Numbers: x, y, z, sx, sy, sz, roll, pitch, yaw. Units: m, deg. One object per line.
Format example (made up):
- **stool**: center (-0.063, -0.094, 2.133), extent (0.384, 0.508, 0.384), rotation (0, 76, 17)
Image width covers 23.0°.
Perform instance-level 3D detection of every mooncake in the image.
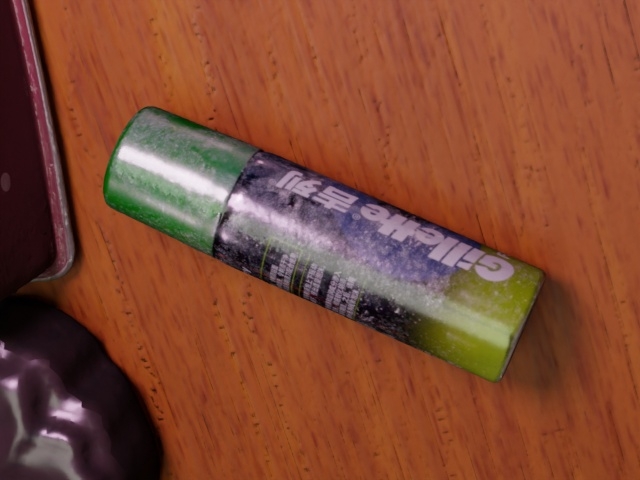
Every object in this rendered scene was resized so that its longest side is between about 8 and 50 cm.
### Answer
- **mooncake**: center (-0.281, 0.190, 1.332), extent (0.283, 0.141, 0.283), rotation (6, 111, 15)

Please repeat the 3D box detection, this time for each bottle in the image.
- **bottle**: center (0.000, 0.000, 1.180), extent (0.330, 0.093, 0.093), rotation (23, 117, 8)

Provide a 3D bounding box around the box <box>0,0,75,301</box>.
- **box**: center (-0.326, -0.071, 1.222), extent (0.193, 0.167, 0.294), rotation (0, 111, 21)
